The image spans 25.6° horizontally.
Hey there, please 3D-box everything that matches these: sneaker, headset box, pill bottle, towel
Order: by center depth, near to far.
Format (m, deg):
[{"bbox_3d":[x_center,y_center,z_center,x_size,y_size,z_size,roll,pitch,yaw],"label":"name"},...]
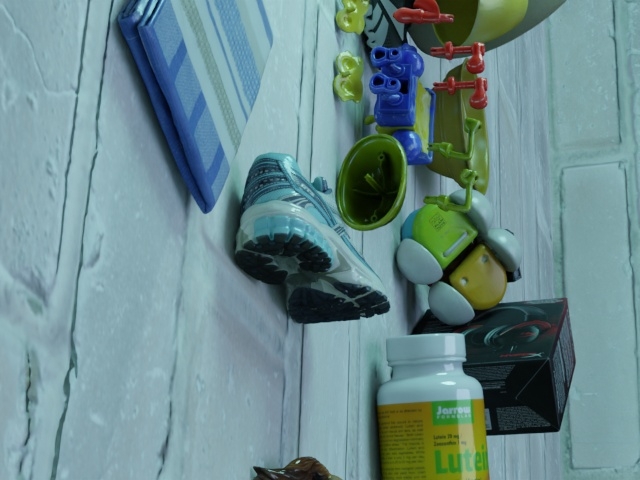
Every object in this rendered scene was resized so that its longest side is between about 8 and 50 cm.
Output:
[{"bbox_3d":[-0.106,-0.189,1.280,0.285,0.034,0.209,-76,154,-48],"label":"towel"},{"bbox_3d":[0.000,0.000,1.446,0.283,0.110,0.122,52,32,-61],"label":"sneaker"},{"bbox_3d":[0.141,0.244,1.780,0.136,0.136,0.246,19,66,-72],"label":"pill bottle"},{"bbox_3d":[0.104,-0.327,1.904,0.078,0.106,0.234,-71,151,-53],"label":"sneaker"},{"bbox_3d":[0.241,0.173,1.998,0.293,0.218,0.110,-46,128,-68],"label":"headset box"}]

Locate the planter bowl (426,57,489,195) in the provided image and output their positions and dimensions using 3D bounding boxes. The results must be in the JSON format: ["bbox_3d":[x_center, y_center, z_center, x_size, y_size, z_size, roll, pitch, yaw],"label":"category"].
[{"bbox_3d":[0.200,-0.171,2.202,0.217,0.090,0.217,-6,90,-73],"label":"planter bowl"}]

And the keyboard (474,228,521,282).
[{"bbox_3d":[0.233,0.045,2.124,0.023,0.180,0.108,-3,86,-37],"label":"keyboard"}]

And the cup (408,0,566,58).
[{"bbox_3d":[0.204,-0.459,2.010,0.237,0.331,0.331,46,37,-33],"label":"cup"}]

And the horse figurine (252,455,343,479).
[{"bbox_3d":[-0.001,0.316,1.408,0.174,0.066,0.263,-54,138,-58],"label":"horse figurine"}]

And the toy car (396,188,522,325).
[{"bbox_3d":[0.185,0.020,2.022,0.182,0.159,0.136,51,-16,-20],"label":"toy car"}]

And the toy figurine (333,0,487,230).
[{"bbox_3d":[0.131,-0.147,1.816,0.217,0.191,0.363,60,30,-64],"label":"toy figurine"}]

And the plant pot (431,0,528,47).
[{"bbox_3d":[0.217,-0.320,1.864,0.134,0.095,0.134,177,-90,-66],"label":"plant pot"}]
